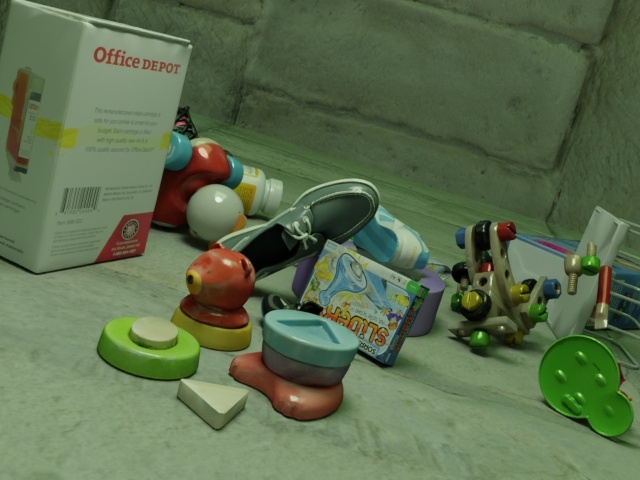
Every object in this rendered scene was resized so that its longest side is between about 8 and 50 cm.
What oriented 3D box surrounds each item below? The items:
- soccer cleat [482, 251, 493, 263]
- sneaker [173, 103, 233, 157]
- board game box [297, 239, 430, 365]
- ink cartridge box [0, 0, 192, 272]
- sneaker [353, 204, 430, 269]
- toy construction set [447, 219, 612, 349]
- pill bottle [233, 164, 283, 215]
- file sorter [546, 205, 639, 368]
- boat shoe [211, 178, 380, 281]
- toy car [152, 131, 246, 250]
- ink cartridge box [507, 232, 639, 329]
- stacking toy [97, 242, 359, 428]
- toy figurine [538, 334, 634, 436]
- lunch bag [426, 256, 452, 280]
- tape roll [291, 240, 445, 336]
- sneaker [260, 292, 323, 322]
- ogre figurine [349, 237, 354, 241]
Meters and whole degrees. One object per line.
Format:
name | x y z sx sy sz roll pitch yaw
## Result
soccer cleat | 0.437 0.053 2.224 0.072 0.060 0.179 20 10 11
sneaker | -0.407 -0.276 2.229 0.482 0.202 0.185 25 16 35
board game box | 0.063 0.097 1.379 0.201 0.136 0.035 25 0 37
ink cartridge box | -0.382 -0.167 1.377 0.160 0.385 0.279 22 13 22
sneaker | 0.132 -0.005 1.647 0.092 0.087 0.229 18 18 -24
toy construction set | 0.376 0.123 1.587 0.308 0.257 0.237 4 53 18
pill bottle | -0.201 -0.124 2.037 0.208 0.118 0.117 12 13 -16
file sorter | 0.617 0.101 1.770 0.173 0.278 0.193 21 13 -1
boat shoe | -0.042 -0.001 1.448 0.319 0.116 0.099 -24 22 7
toy car | -0.238 -0.061 1.686 0.238 0.210 0.219 56 17 26
ink cartridge box | 0.661 0.101 2.110 0.395 0.151 0.270 7 16 -43
stacking toy | -0.116 0.110 1.116 0.308 0.130 0.279 24 14 32
toy figurine | 0.458 0.239 1.383 0.159 0.130 0.173 15 31 -52
lunch bag | 0.253 0.067 1.947 0.083 0.053 0.071 3 14 -15
tape roll | 0.089 0.082 1.591 0.274 0.090 0.275 17 12 -4
sneaker | -0.028 0.121 1.294 0.067 0.078 0.188 8 14 -33
ogre figurine | 0.000 0.000 1.782 0.197 0.097 0.118 2 53 -9
